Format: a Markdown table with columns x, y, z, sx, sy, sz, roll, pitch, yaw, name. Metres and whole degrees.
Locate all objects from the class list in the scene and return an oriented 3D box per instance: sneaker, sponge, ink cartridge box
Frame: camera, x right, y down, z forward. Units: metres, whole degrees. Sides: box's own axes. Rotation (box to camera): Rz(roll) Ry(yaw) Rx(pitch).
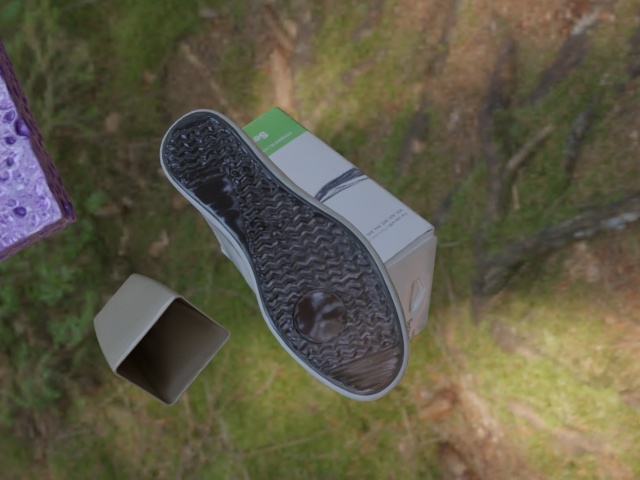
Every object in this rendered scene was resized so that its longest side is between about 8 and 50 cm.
| x | y | z | sx | sy | sz | roll | pitch | yaw | name |
| --- | --- | --- | --- | --- | --- | --- | --- | --- | --- |
| -0.016 | 0.014 | 1.034 | 0.290 | 0.106 | 0.123 | 53 | -178 | 20 | sneaker |
| -0.234 | -0.080 | 0.716 | 0.210 | 0.117 | 0.031 | 65 | -172 | 8 | sponge |
| 0.000 | 0.000 | 1.482 | 0.273 | 0.115 | 0.198 | 40 | 151 | 28 | ink cartridge box |

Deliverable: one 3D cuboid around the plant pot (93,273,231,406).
| x | y | z | sx | sy | sz | roll | pitch | yaw | name |
| --- | --- | --- | --- | --- | --- | --- | --- | --- | --- |
| -0.187 | 0.101 | 1.364 | 0.109 | 0.109 | 0.096 | -51 | 49 | -3 | plant pot |
